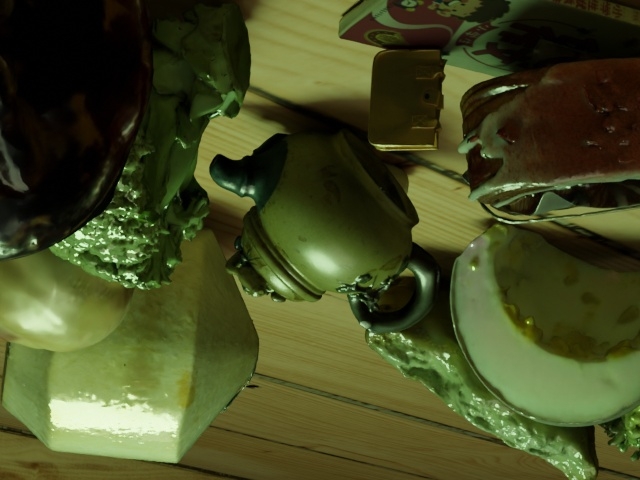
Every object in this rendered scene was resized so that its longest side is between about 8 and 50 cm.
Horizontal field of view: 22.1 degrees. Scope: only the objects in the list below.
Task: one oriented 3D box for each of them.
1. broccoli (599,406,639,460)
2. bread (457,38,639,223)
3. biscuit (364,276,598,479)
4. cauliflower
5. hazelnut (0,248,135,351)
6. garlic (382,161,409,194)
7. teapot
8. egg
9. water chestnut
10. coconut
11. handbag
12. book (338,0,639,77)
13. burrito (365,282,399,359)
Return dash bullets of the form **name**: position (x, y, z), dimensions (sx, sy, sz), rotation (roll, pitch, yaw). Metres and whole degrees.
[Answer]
- **broccoli**: position (0.516, 0.179, 1.944), dimensions (0.293, 0.281, 0.348), rotation (15, 160, -15)
- **bread**: position (0.212, -0.090, 1.309), dimensions (0.224, 0.142, 0.212), rotation (-7, 174, 29)
- **biscuit**: position (0.200, 0.153, 2.001), dimensions (0.335, 0.329, 0.078), rotation (17, 120, -34)
- **cauliflower**: position (-0.154, -0.100, 1.345), dimensions (0.250, 0.275, 0.272), rotation (-33, 142, 8)
- **hazelnut**: position (-0.262, -0.019, 1.579), dimensions (0.261, 0.261, 0.241), rotation (-4, 162, 30)
- **garlic**: position (0.065, -0.057, 1.707), dimensions (0.053, 0.041, 0.083), rotation (11, 171, -1)
- **teapot**: position (0.000, 0.000, 1.604), dimensions (0.182, 0.173, 0.269), rotation (-39, 113, 11)
- **egg**: position (0.283, 0.107, 1.887), dimensions (0.271, 0.206, 0.162), rotation (15, -179, 14)
- **water chestnut**: position (-0.245, -0.131, 1.070), dimensions (0.300, 0.300, 0.300), rotation (5, 164, 1)
- **coconut**: position (-0.223, 0.110, 1.945), dimensions (0.323, 0.323, 0.323), rotation (5, 164, 1)
- **handbag**: position (0.072, -0.115, 1.344), dimensions (0.061, 0.083, 0.027), rotation (0, 167, 19)
- **book**: position (0.150, -0.170, 1.316), dimensions (0.232, 0.022, 0.162), rotation (12, 164, -21)
- **burrito**: position (0.160, 0.123, 2.170), dimensions (0.229, 0.144, 0.089), rotation (21, 126, -41)
